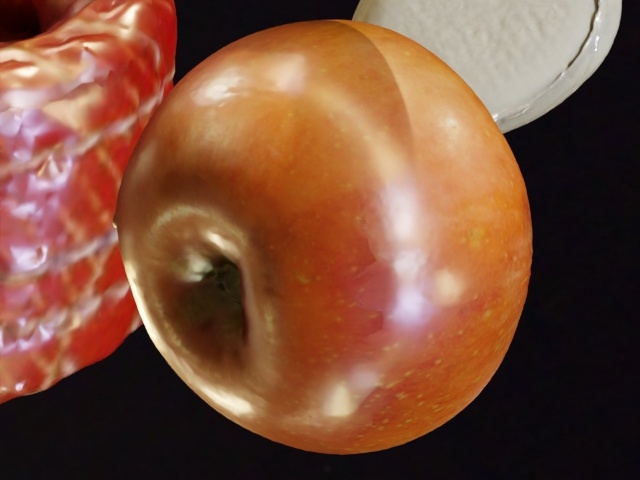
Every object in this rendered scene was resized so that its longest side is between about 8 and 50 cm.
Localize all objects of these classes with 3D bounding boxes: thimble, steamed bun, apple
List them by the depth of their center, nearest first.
[{"bbox_3d":[0.000,0.000,0.615,0.163,0.139,0.163,12,-67,31],"label":"apple"},{"bbox_3d":[-0.257,-0.072,1.058,0.350,0.350,0.231,29,-51,34],"label":"thimble"},{"bbox_3d":[0.132,-0.174,1.338,0.228,0.130,0.177,-35,-94,13],"label":"steamed bun"}]
